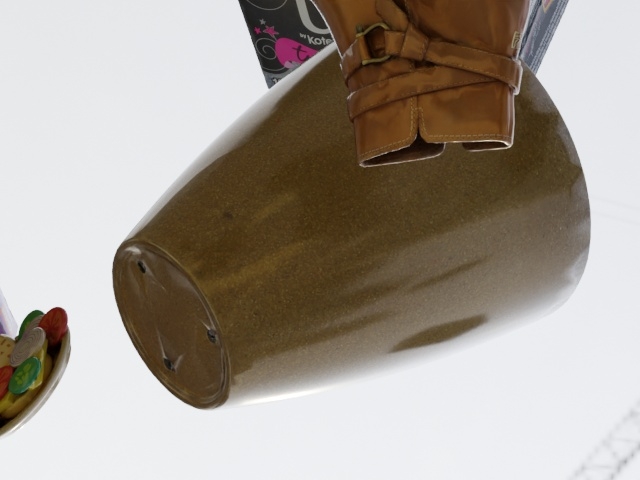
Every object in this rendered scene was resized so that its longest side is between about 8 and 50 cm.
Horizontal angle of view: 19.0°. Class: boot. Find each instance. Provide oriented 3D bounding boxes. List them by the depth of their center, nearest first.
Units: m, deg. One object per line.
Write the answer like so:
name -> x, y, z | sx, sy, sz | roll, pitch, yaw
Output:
boot -> 0.022, -0.115, 1.041 | 0.197, 0.073, 0.152 | -5, -96, 36

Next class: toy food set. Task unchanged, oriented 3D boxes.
toy food set -> -0.162, 0.070, 1.008 | 0.082, 0.020, 0.083 | -36, -151, 22

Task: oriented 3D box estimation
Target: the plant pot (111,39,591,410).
plant pot -> 0.000, 0.000, 1.228 | 0.237, 0.254, 0.237 | 35, -40, 36

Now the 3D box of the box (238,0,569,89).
box -> 0.072, -0.225, 1.676 | 0.247, 0.142, 0.163 | 5, -133, 25

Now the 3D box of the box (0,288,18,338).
box -> -0.354, 0.022, 1.138 | 0.057, 0.293, 0.201 | -112, 180, -75
